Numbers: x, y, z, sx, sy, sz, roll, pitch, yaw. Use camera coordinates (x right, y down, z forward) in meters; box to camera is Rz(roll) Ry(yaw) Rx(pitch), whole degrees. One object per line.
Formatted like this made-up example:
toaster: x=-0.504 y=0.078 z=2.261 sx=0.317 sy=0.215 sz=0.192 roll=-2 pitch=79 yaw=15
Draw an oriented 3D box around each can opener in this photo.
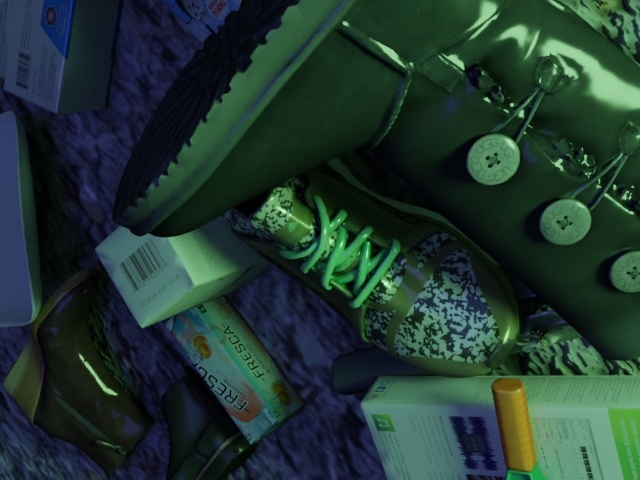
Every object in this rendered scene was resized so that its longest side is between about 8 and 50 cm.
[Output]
can opener: x=0.137 y=0.096 z=0.999 sx=0.284 sy=0.076 sz=0.095 roll=-19 pitch=59 yaw=35

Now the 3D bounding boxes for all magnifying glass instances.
magnifying glass: x=0.189 y=0.227 z=0.891 sx=0.092 sy=0.026 sz=0.230 roll=1 pitch=118 yaw=29

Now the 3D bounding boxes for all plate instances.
plate: x=-0.461 y=-0.016 z=1.321 sx=0.277 sy=0.045 sz=0.277 roll=-10 pitch=84 yaw=42

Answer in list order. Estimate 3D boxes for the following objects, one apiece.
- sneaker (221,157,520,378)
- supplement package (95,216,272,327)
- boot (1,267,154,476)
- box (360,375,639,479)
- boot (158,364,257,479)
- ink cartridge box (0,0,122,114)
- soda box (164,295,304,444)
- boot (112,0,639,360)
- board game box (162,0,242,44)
sneaker: x=0.000 y=0.000 z=0.928 sx=0.410 sy=0.182 sz=0.158 roll=36 pitch=107 yaw=20
supplement package: x=-0.137 y=0.009 z=1.072 sx=0.105 sy=0.179 sz=0.105 roll=-37 pitch=81 yaw=34
boot: x=-0.303 y=0.179 z=1.301 sx=0.207 sy=0.090 sz=0.248 roll=36 pitch=115 yaw=4
box: x=0.218 y=0.238 z=0.935 sx=0.322 sy=0.058 sz=0.232 roll=-4 pitch=116 yaw=33
boot: x=-0.182 y=0.269 z=1.240 sx=0.198 sy=0.077 sz=0.137 roll=-46 pitch=71 yaw=19
ink cartridge box: x=-0.360 y=-0.261 z=1.206 sx=0.203 sy=0.086 sz=0.148 roll=26 pitch=114 yaw=26
soda box: x=-0.103 y=0.149 z=1.156 sx=0.183 sy=0.063 sz=0.058 roll=52 pitch=123 yaw=11
boot: x=0.105 y=-0.035 z=0.791 sx=0.445 sy=0.146 sz=0.367 roll=31 pitch=125 yaw=-25
board game box: x=-0.105 y=-0.248 z=0.984 sx=0.211 sy=0.039 sz=0.160 roll=46 pitch=162 yaw=-9
